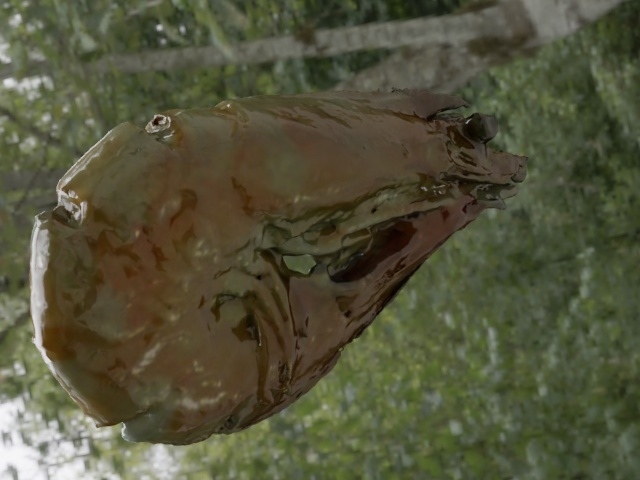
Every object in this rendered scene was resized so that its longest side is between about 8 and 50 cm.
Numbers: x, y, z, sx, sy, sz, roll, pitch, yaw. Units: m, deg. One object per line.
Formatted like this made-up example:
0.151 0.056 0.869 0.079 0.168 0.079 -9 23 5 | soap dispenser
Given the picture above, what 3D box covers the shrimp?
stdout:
-0.001 0.000 0.540 0.062 0.294 0.154 16 119 53 | shrimp
